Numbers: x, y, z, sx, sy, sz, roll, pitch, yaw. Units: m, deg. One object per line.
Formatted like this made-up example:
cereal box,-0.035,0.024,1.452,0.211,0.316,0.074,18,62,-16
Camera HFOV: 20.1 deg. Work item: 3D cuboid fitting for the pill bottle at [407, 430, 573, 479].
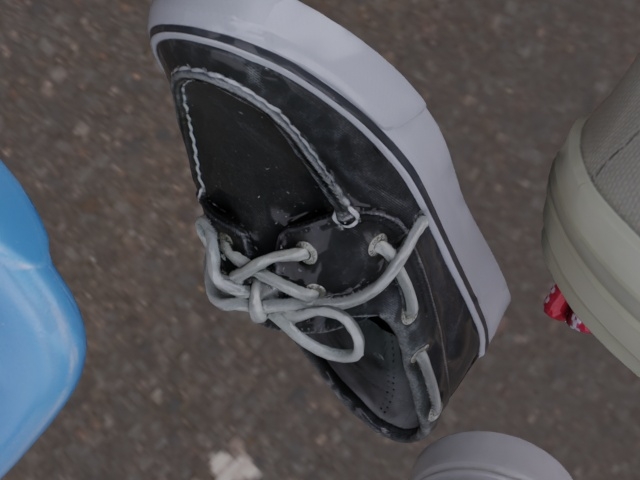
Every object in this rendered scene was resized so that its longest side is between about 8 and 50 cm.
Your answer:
pill bottle,0.053,0.174,0.752,0.108,0.108,0.193,63,32,-30

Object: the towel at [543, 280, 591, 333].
towel,0.255,-0.020,0.856,0.275,0.031,0.199,12,113,-30

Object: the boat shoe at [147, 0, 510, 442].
boat shoe,-0.004,-0.001,0.825,0.105,0.113,0.306,-63,151,-20

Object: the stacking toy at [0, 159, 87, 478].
stacking toy,-0.178,0.071,0.315,0.175,0.302,0.166,41,119,-10

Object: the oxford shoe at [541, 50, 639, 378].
oxford shoe,0.273,0.001,0.505,0.449,0.169,0.130,10,120,-27
